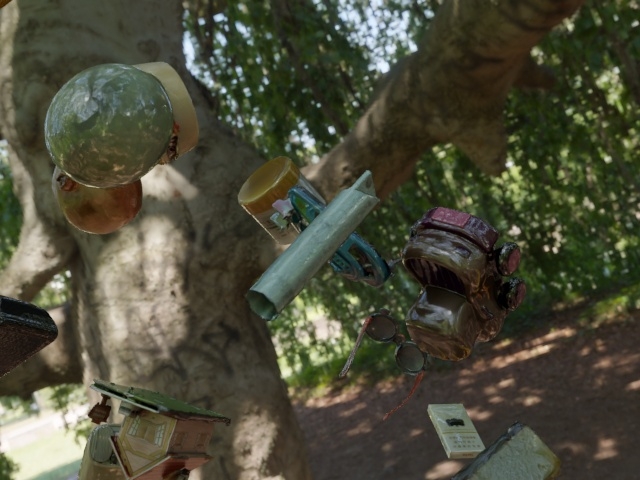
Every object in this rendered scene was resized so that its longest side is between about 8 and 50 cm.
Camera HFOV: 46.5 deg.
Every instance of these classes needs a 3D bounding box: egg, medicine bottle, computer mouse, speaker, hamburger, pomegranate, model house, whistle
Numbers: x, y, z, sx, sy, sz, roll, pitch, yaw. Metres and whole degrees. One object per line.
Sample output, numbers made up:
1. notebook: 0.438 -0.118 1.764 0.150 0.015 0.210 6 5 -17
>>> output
1. egg: -0.460 -0.254 1.641 0.258 0.258 0.352 -22 28 24
2. medicine bottle: -0.135 -0.140 2.653 0.237 0.232 0.238 -32 27 19
3. computer mouse: -0.541 0.583 1.904 0.145 0.237 0.082 13 7 -26
4. speaker: -0.849 0.232 1.863 0.388 0.184 0.180 -31 -34 25
5. hamburger: -0.461 -0.353 2.059 0.170 0.302 0.302 -25 -2 -22
6. pomegranate: -0.632 -0.146 2.076 0.229 0.252 0.270 -23 -8 14
7. model house: -0.325 0.378 1.438 0.206 0.154 0.294 13 -12 20
8. whistle: 0.000 0.000 1.137 0.062 0.062 0.312 -25 18 52

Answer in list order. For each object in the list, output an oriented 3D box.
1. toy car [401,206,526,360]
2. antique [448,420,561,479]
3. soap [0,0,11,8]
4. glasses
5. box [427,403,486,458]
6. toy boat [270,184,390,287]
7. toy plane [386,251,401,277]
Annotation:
1. toy car: 0.295 0.108 1.696 0.271 0.341 0.240 17 55 40
2. antique: 0.313 0.483 1.412 0.284 0.125 0.150 -25 -28 -35
3. soap: -0.539 -0.392 1.094 0.324 0.096 0.204 -38 4 0
4. glasses: 0.189 0.341 2.058 0.118 0.234 0.268 -39 7 31
5. box: 0.318 0.444 1.745 0.090 0.024 0.167 2 26 -12
6. toy boat: 0.019 0.011 1.674 0.092 0.299 0.134 -42 -15 -24
7. toy plane: 0.181 0.066 1.936 0.145 0.037 0.060 -30 16 12
